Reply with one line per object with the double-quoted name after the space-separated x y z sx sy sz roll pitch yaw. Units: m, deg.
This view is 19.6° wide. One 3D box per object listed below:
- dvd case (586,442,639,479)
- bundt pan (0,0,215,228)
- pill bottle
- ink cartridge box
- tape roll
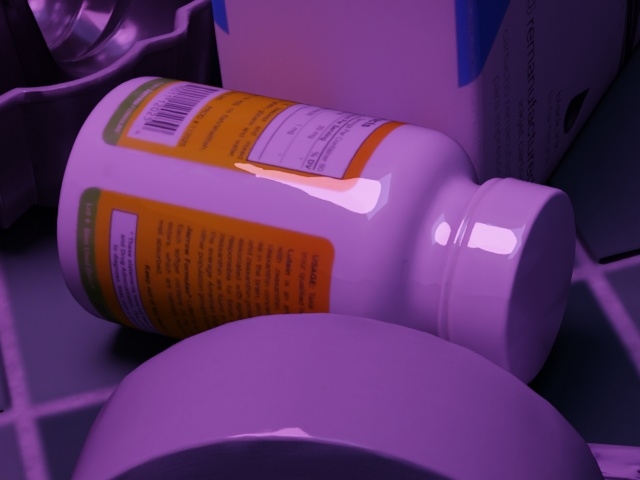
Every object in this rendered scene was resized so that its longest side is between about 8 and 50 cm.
0.149 0.114 0.817 0.221 0.018 0.164 0 7 11 "dvd case"
-0.213 -0.122 1.157 0.331 0.124 0.331 -3 38 2 "bundt pan"
0.000 0.000 0.961 0.246 0.136 0.136 13 42 24 "pill bottle"
0.099 -0.217 1.102 0.166 0.285 0.395 14 43 24 "ink cartridge box"
0.004 0.134 0.720 0.219 0.219 0.072 1 37 11 "tape roll"
